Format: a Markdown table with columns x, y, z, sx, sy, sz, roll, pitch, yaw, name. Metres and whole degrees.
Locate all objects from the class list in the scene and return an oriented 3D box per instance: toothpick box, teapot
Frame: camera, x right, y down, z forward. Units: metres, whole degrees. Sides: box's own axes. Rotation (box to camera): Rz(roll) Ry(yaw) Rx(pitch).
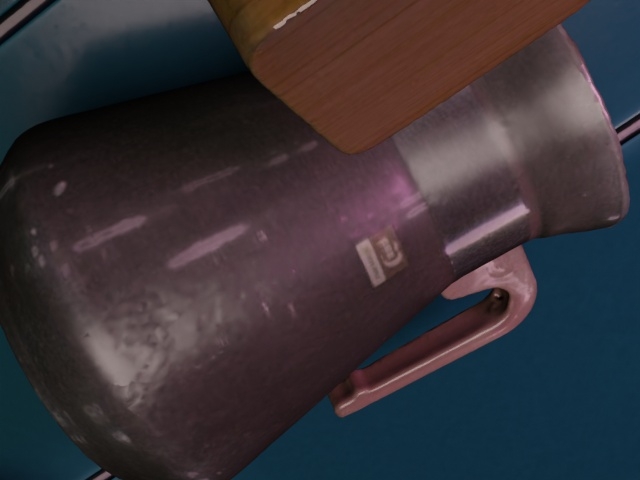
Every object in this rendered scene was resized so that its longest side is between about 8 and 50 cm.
| x | y | z | sx | sy | sz | roll | pitch | yaw | name |
| --- | --- | --- | --- | --- | --- | --- | --- | --- | --- |
| -0.018 | -0.217 | 0.419 | 0.187 | 0.190 | 0.308 | -33 | 70 | 10 | toothpick box |
| 0.000 | 0.000 | 0.584 | 0.344 | 0.253 | 0.300 | -27 | 129 | 3 | teapot |
